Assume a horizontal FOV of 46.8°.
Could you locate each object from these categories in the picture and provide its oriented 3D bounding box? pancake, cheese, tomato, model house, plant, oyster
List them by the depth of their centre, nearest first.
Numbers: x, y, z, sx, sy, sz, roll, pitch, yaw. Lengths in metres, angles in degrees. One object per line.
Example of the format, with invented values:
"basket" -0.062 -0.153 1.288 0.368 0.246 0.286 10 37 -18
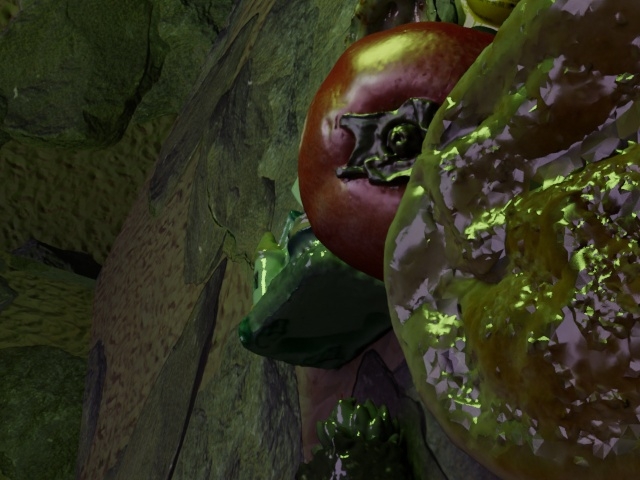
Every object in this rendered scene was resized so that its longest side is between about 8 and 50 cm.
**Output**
"pancake" 0.175 -0.016 0.484 0.386 0.082 0.387 -24 59 47
"tomato" 0.138 -0.074 0.831 0.324 0.289 0.293 11 89 26
"plant" 0.045 0.304 0.940 0.132 0.129 0.195 -50 34 36
"cheese" 0.253 -0.339 1.066 0.156 0.064 0.250 33 114 32
"model house" 0.000 0.000 1.176 0.267 0.194 0.325 -47 35 42
"oyster" 0.120 -0.314 1.227 0.221 0.096 0.361 -4 95 39

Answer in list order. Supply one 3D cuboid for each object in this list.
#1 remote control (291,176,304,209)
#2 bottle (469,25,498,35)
"remote control" 0.049 -0.213 1.424 0.344 0.050 0.145 -62 26 14
"bottle" 0.173 -0.173 1.040 0.156 0.143 0.271 54 126 32
